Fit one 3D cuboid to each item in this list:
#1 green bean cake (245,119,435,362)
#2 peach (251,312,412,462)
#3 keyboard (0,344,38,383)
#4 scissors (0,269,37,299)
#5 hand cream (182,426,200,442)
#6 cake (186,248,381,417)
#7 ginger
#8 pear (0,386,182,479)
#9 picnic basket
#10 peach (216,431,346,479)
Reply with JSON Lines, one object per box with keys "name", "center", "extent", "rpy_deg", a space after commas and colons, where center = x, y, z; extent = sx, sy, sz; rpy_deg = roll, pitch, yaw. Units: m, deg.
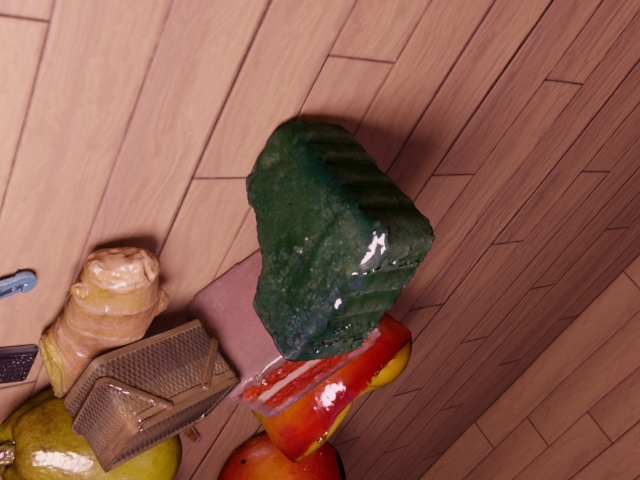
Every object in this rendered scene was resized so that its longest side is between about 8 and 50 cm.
{"name": "green bean cake", "center": [0.000, 0.000, 1.219], "extent": [0.169, 0.307, 0.300], "rpy_deg": [-3, 136, -45]}
{"name": "peach", "center": [0.012, 0.288, 1.676], "extent": [0.380, 0.242, 0.306], "rpy_deg": [-38, 169, -12]}
{"name": "keyboard", "center": [-0.589, 0.216, 1.237], "extent": [0.230, 0.025, 0.093], "rpy_deg": [1, 132, -44]}
{"name": "scissors", "center": [-0.606, 0.130, 1.088], "extent": [0.393, 0.032, 0.180], "rpy_deg": [-22, 148, -20]}
{"name": "hand cream", "center": [-0.325, 0.484, 1.878], "extent": [0.035, 0.022, 0.102], "rpy_deg": [-24, 145, -3]}
{"name": "cake", "center": [-0.072, 0.164, 1.471], "extent": [0.309, 0.230, 0.237], "rpy_deg": [-38, 152, 4]}
{"name": "ginger", "center": [-0.370, 0.137, 1.244], "extent": [0.354, 0.126, 0.190], "rpy_deg": [-45, 152, 24]}
{"name": "pear", "center": [-0.437, 0.387, 1.372], "extent": [0.375, 0.287, 0.287], "rpy_deg": [16, 124, -47]}
{"name": "picnic basket", "center": [-0.284, 0.259, 1.283], "extent": [0.267, 0.139, 0.165], "rpy_deg": [-18, 156, -51]}
{"name": "peach", "center": [-0.103, 0.699, 2.074], "extent": [0.388, 0.388, 0.388], "rpy_deg": [-25, 148, -16]}
